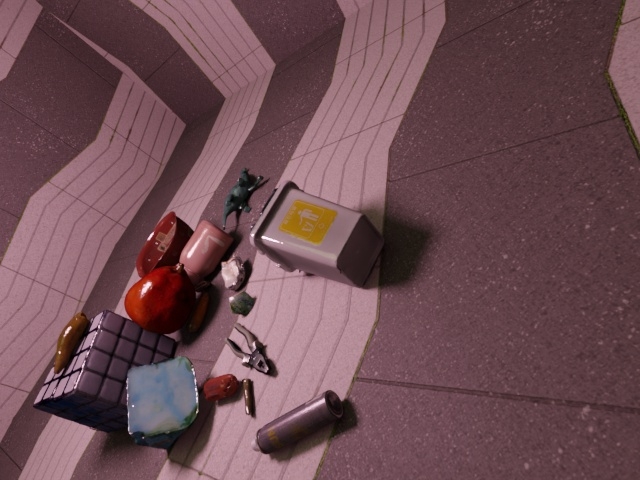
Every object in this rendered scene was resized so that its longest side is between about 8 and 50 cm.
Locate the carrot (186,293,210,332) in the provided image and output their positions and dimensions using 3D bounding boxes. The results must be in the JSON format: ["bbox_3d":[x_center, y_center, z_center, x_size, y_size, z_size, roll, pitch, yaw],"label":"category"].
[{"bbox_3d":[-0.510,0.304,1.774,0.060,0.060,0.186,-20,39,37],"label":"carrot"}]

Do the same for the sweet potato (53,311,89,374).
[{"bbox_3d":[-0.956,0.379,1.597,0.077,0.077,0.244,-22,42,36],"label":"sweet potato"}]

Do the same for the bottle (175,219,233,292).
[{"bbox_3d":[-0.531,0.076,1.918,0.206,0.173,0.297,29,81,22],"label":"bottle"}]

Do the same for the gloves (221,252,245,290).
[{"bbox_3d":[-0.352,0.133,1.737,0.114,0.070,0.153,-34,44,10],"label":"gloves"}]

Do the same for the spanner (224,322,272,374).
[{"bbox_3d":[-0.240,0.368,1.417,0.096,0.040,0.324,-57,33,-8],"label":"spanner"}]

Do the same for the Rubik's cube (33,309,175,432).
[{"bbox_3d":[-0.851,0.535,1.702,0.337,0.344,0.344,-27,42,29],"label":"Rubik's cube"}]

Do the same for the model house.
[{"bbox_3d":[-0.526,0.585,1.460,0.225,0.241,0.262,-10,47,-16],"label":"model house"}]

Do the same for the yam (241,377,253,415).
[{"bbox_3d":[-0.226,0.487,1.300,0.033,0.027,0.130,-8,37,-7],"label":"yam"}]

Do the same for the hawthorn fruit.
[{"bbox_3d":[-0.636,0.225,1.737,0.308,0.265,0.265,-59,34,4],"label":"hawthorn fruit"}]

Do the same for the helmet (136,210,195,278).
[{"bbox_3d":[-0.716,0.064,2.075,0.338,0.230,0.385,-51,36,7],"label":"helmet"}]

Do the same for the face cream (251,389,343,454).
[{"bbox_3d":[-0.069,0.478,1.088,0.283,0.073,0.073,-36,37,21],"label":"face cream"}]

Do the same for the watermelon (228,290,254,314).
[{"bbox_3d":[-0.295,0.233,1.591,0.092,0.085,0.072,-10,14,-5],"label":"watermelon"}]

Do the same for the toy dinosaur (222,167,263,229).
[{"bbox_3d":[-0.438,-0.226,2.164,0.384,0.129,0.330,-60,24,-11],"label":"toy dinosaur"}]

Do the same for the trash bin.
[{"bbox_3d":[0.000,0.000,1.324,0.367,0.296,0.256,18,71,39],"label":"trash bin"}]

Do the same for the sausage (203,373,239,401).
[{"bbox_3d":[-0.326,0.483,1.382,0.141,0.076,0.076,-30,40,31],"label":"sausage"}]
